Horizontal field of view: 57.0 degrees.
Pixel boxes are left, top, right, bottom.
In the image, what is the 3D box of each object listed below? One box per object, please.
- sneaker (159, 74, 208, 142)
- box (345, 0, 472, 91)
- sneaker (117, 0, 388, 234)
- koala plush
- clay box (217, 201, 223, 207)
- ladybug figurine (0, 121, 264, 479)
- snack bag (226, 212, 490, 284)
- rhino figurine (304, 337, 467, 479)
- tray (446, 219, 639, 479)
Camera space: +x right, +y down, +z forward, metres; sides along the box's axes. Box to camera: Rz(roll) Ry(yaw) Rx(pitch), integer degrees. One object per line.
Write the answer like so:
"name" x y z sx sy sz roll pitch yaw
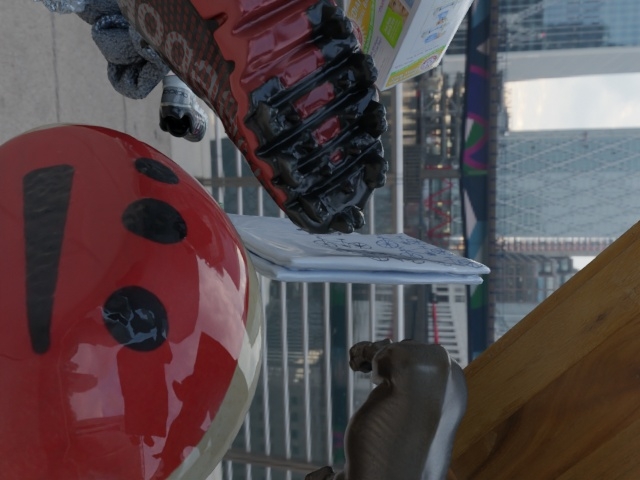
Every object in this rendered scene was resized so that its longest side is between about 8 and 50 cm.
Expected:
"sneaker" -0.224 -0.192 0.948 0.170 0.063 0.074 99 0 -73
"box" 0.111 -0.304 0.743 0.114 0.103 0.203 57 -19 14
"sneaker" -0.051 -0.129 0.372 0.135 0.098 0.275 5 -54 59
"koala plush" -0.295 -0.340 0.859 0.221 0.203 0.196 42 46 -21
"clay box" -0.219 -0.005 1.000 0.222 0.053 0.127 -52 157 -81
"ladybug figurine" -0.209 0.033 0.510 0.449 0.305 0.161 -122 -157 -46
"snack bag" 0.000 0.000 0.812 0.343 0.323 0.037 22 -74 55
"rhino figurine" 0.037 0.173 0.387 0.106 0.073 0.243 -35 -150 56
"tray" 0.291 0.130 0.553 0.076 0.411 0.202 26 24 -45
